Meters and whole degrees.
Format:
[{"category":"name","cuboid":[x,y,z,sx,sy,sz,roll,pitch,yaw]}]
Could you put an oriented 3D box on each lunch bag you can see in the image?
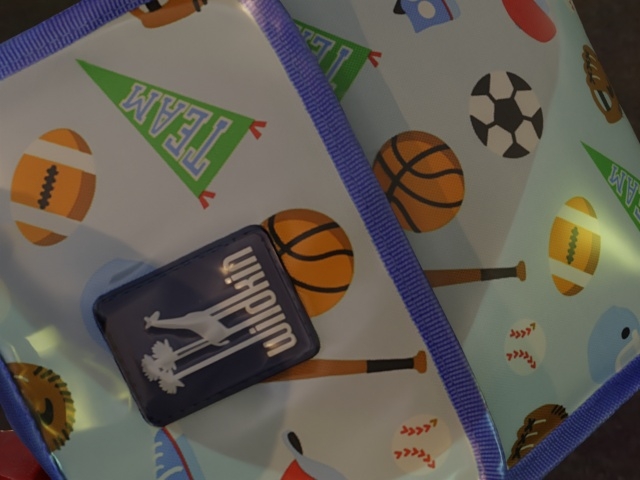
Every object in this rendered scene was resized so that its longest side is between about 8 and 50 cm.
[{"category":"lunch bag","cuboid":[0.000,0.000,0.628,0.385,0.327,0.239,-29,6,-30]}]

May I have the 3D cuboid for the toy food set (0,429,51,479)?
[{"category":"toy food set","cuboid":[-0.208,0.187,0.788,0.105,0.111,0.232,7,50,36]}]
